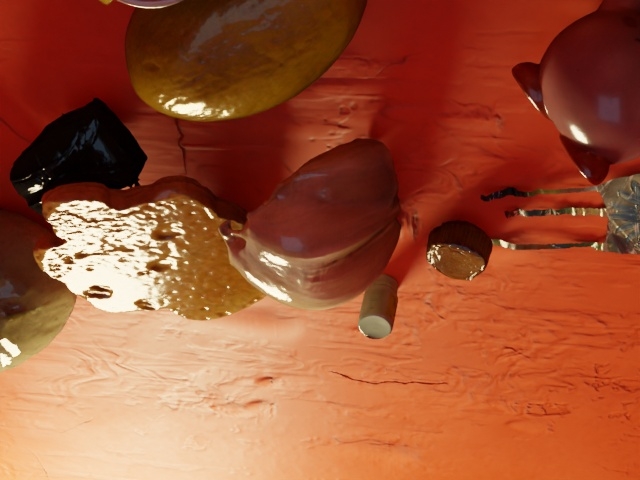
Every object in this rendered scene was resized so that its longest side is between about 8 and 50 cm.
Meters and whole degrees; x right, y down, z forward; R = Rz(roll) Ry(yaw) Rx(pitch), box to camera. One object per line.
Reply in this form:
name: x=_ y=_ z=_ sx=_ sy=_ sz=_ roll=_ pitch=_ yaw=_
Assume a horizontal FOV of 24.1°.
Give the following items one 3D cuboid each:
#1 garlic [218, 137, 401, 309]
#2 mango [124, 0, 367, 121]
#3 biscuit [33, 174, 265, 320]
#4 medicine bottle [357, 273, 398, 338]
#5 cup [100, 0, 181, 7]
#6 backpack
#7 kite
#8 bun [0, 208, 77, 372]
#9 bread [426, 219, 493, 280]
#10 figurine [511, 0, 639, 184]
garlic: x=0.000 y=0.000 z=1.858 sx=0.228 sy=0.110 sz=0.217 roll=-20 pitch=134 yaw=-8
mango: x=-0.077 y=-0.238 z=1.689 sx=0.331 sy=0.142 sz=0.195 roll=-19 pitch=131 yaw=27
biscuit: x=-0.214 y=0.010 z=1.929 sx=0.269 sy=0.051 sz=0.376 roll=-26 pitch=145 yaw=25
medicine bottle: x=0.078 y=0.087 z=1.981 sx=0.047 sy=0.083 sz=0.047 roll=7 pitch=132 yaw=8
cup: x=-0.176 y=-0.336 z=1.566 sx=0.185 sy=0.226 sz=0.241 roll=30 pitch=123 yaw=-14
backpack: x=-0.308 y=-0.102 z=1.888 sx=0.165 sy=0.106 sz=0.120 roll=-20 pitch=117 yaw=26
kite: x=0.362 y=-0.022 z=1.865 sx=0.310 sy=0.015 sz=0.169 roll=-5 pitch=130 yaw=17
bun: x=-0.470 y=0.076 z=2.048 sx=0.273 sy=0.168 sz=0.273 roll=3 pitch=125 yaw=4
bread: x=0.177 y=0.008 z=1.910 sx=0.085 sy=0.053 sz=0.085 roll=12 pitch=144 yaw=9
figurine: x=0.324 y=-0.170 z=1.641 sx=0.173 sy=0.173 sz=0.173 roll=7 pitch=132 yaw=7
